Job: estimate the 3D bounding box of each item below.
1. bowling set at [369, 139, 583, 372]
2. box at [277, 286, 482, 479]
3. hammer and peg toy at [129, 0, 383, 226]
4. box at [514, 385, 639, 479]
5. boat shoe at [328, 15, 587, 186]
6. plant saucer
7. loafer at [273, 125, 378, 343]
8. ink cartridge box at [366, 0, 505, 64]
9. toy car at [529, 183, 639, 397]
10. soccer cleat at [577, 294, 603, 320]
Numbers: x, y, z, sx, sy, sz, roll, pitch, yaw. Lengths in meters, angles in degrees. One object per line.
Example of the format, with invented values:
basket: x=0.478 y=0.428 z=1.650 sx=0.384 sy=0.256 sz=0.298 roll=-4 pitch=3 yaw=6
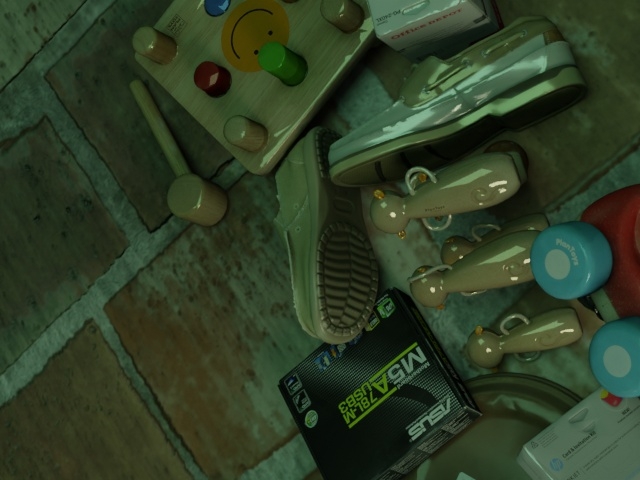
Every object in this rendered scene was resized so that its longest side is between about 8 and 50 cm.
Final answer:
bowling set: x=0.167 y=-0.010 z=1.293 sx=0.154 sy=0.287 sz=0.200 roll=-18 pitch=32 yaw=15
box: x=0.061 y=0.179 z=1.341 sx=0.191 sy=0.045 sz=0.184 roll=-41 pitch=49 yaw=15
hammer and peg toy: x=-0.116 y=-0.212 z=1.458 sx=0.266 sy=0.127 sz=0.361 roll=45 pitch=102 yaw=24
box: x=0.311 y=0.245 z=1.194 sx=0.145 sy=0.038 sz=0.186 roll=-31 pitch=66 yaw=-26
boat shoe: x=0.142 y=-0.153 z=1.344 sx=0.302 sy=0.113 sz=0.103 roll=-22 pitch=72 yaw=10
plant saucer: x=0.200 y=0.283 z=1.288 sx=0.278 sy=0.041 sz=0.277 roll=-3 pitch=82 yaw=26
loafer: x=0.000 y=0.000 z=1.391 sx=0.092 sy=0.102 sz=0.268 roll=-28 pitch=54 yaw=43
ink cartridge box: x=0.131 y=-0.254 z=1.333 sx=0.109 sy=0.150 sz=0.063 roll=-20 pitch=75 yaw=22
toy car: x=0.366 y=0.006 z=1.103 sx=0.238 sy=0.219 sz=0.210 roll=-47 pitch=63 yaw=43
soccer cleat: x=0.319 y=0.069 z=1.255 sx=0.072 sy=0.060 sz=0.178 roll=-37 pitch=62 yaw=27
